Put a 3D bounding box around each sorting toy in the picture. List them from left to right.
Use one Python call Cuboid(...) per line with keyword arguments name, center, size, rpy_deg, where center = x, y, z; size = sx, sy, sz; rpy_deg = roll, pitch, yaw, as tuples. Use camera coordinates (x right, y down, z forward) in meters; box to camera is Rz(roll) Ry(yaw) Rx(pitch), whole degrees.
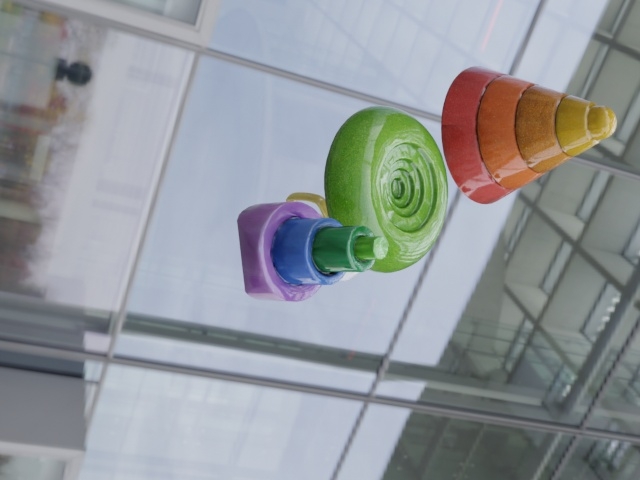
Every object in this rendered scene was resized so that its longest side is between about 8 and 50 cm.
Cuboid(name="sorting toy", center=(0.104, -0.048, 0.638), size=(0.126, 0.366, 0.127), rpy_deg=(-1, -70, 44))

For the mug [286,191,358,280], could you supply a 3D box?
Cuboid(name="mug", center=(0.000, 0.004, 0.716), size=(0.064, 0.078, 0.062), rpy_deg=(8, -110, 43))
